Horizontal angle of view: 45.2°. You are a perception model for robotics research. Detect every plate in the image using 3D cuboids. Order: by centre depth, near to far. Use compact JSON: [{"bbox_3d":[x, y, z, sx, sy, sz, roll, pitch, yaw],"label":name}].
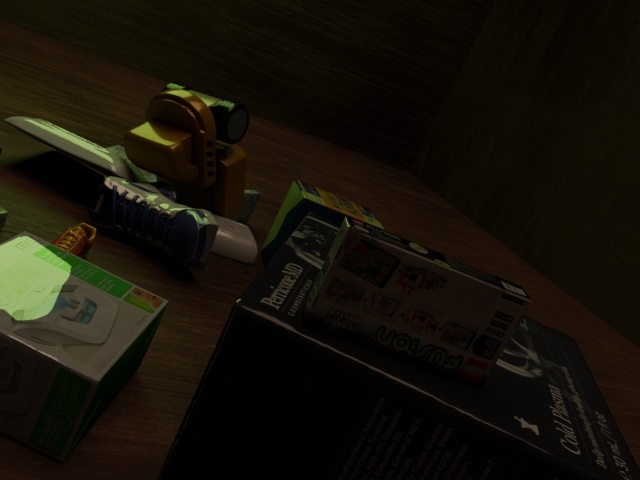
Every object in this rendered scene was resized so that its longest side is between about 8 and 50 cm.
[{"bbox_3d":[-0.515,-0.191,1.699,0.278,0.045,0.277,25,-4,7],"label":"plate"}]

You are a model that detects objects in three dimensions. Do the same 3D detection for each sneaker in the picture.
[{"bbox_3d":[-0.433,0.009,1.301,0.064,0.067,0.175,26,17,-6],"label":"sneaker"},{"bbox_3d":[-0.351,-0.041,1.523,0.182,0.127,0.315,7,17,-41],"label":"sneaker"}]

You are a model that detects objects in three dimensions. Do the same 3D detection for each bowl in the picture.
[{"bbox_3d":[-0.207,-0.009,1.742,0.142,0.053,0.142,20,15,-22],"label":"bowl"}]

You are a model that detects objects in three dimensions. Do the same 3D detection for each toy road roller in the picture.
[{"bbox_3d":[-0.310,-0.179,1.722,0.202,0.329,0.240,22,38,23],"label":"toy road roller"}]

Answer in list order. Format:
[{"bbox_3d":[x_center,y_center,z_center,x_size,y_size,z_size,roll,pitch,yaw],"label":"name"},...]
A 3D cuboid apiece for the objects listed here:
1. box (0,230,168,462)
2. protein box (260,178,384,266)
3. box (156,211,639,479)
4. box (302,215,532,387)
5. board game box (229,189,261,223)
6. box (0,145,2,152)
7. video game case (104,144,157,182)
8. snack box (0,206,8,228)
[{"bbox_3d":[-0.352,0.120,0.967,0.231,0.126,0.262,27,16,-1],"label":"box"},{"bbox_3d":[0.000,0.000,1.760,0.201,0.200,0.136,21,17,-19],"label":"protein box"},{"bbox_3d":[0.101,0.228,1.016,0.472,0.297,0.480,24,16,2],"label":"box"},{"bbox_3d":[0.098,0.065,0.791,0.207,0.114,0.036,22,18,-11],"label":"box"},{"bbox_3d":[-0.197,-0.085,1.931,0.020,0.090,0.090,34,17,22],"label":"board game box"},{"bbox_3d":[-0.726,-0.194,1.482,0.147,0.077,0.180,7,24,-47],"label":"box"},{"bbox_3d":[-0.477,-0.185,1.946,0.183,0.023,0.201,27,15,3],"label":"video game case"},{"bbox_3d":[-0.603,-0.046,1.269,0.100,0.037,0.141,29,15,8],"label":"snack box"}]
